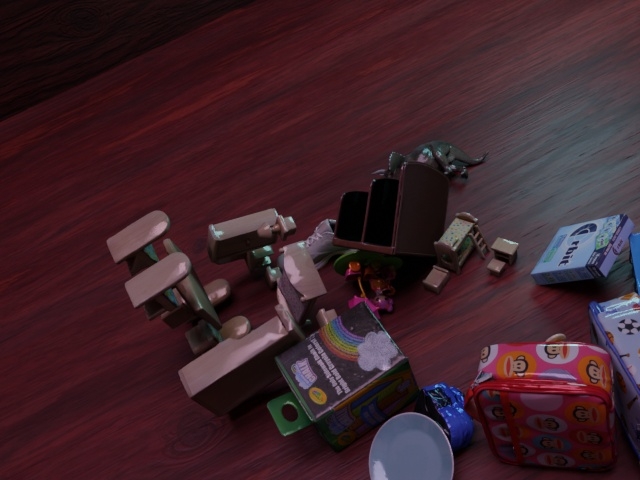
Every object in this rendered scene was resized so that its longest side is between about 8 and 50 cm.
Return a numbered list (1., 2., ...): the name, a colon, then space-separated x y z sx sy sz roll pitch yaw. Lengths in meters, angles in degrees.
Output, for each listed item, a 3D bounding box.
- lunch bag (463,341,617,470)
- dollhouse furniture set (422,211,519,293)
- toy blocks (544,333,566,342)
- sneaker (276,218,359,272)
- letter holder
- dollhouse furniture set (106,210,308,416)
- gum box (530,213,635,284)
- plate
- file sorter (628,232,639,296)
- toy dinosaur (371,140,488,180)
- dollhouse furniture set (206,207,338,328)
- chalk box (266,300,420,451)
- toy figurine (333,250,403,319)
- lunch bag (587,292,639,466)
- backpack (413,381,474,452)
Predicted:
1. lunch bag: 0.380 0.293 1.169 0.258 0.293 0.120 -2 46 25
2. dollhouse furniture set: 0.349 0.044 1.552 0.161 0.101 0.182 21 59 35
3. toy blocks: 0.475 0.271 1.322 0.123 0.054 0.148 -24 45 -2
4. sneaker: 0.000 0.000 1.716 0.262 0.121 0.099 -22 46 4
5. letter holder: 0.176 -0.077 1.546 0.152 0.302 0.214 10 92 29
6. dollhouse furniture set: -0.226 0.144 1.489 0.256 0.362 0.394 -32 57 -2
7. gum box: 0.573 0.023 1.457 0.157 0.041 0.184 -49 13 -25
8. plate: 0.176 0.428 1.272 0.188 0.024 0.188 -16 63 34
9. file sorter: 0.712 0.078 1.374 0.118 0.104 0.170 -4 47 19
10. toy dinosaur: 0.303 -0.215 1.804 0.313 0.121 0.160 -27 58 2
11. dollhouse furniture set: -0.129 0.123 1.568 0.174 0.303 0.355 -17 66 -20
12. chalk box: 0.033 0.300 1.373 0.289 0.179 0.180 -32 50 -6
13. toy figurine: 0.125 0.123 1.585 0.173 0.130 0.159 0 59 -11
14. lunch bag: 0.569 0.262 1.167 0.115 0.243 0.303 -14 39 8
15. backpack: 0.253 0.351 1.304 0.101 0.098 0.120 -12 40 -17
